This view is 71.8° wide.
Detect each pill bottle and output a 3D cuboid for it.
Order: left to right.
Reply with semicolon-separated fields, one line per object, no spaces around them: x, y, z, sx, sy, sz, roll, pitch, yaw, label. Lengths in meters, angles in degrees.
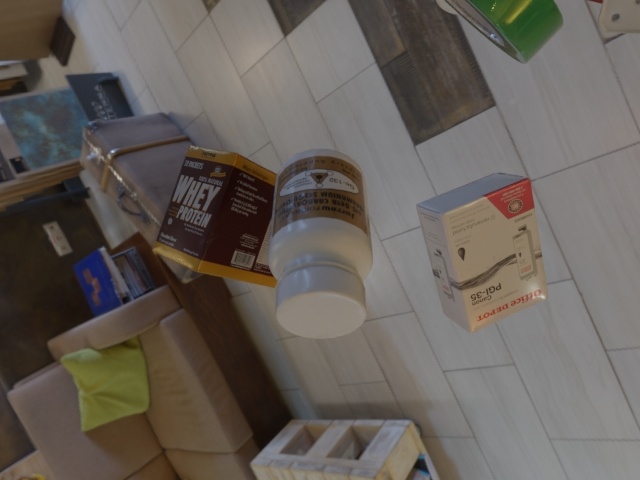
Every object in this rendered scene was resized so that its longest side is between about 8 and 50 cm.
0.000;0.000;0.568;0.131;0.229;0.131;0;139;0;pill bottle

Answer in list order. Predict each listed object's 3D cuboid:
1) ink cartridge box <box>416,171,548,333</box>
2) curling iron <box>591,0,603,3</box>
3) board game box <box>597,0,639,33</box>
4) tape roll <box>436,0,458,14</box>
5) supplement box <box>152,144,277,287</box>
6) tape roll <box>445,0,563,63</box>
0.350;0.024;0.945;0.117;0.208;0.282;-136;26;-69;ink cartridge box
0.749;-0.609;1.112;0.274;0.035;0.068;20;169;-1;curling iron
0.538;-0.405;0.423;0.391;0.050;0.389;12;139;23;board game box
0.459;-0.680;1.051;0.392;0.392;0.071;-15;86;41;tape roll
-0.153;-0.038;0.785;0.129;0.191;0.194;17;87;37;supplement box
0.252;-0.429;0.734;0.321;0.321;0.077;47;116;10;tape roll
